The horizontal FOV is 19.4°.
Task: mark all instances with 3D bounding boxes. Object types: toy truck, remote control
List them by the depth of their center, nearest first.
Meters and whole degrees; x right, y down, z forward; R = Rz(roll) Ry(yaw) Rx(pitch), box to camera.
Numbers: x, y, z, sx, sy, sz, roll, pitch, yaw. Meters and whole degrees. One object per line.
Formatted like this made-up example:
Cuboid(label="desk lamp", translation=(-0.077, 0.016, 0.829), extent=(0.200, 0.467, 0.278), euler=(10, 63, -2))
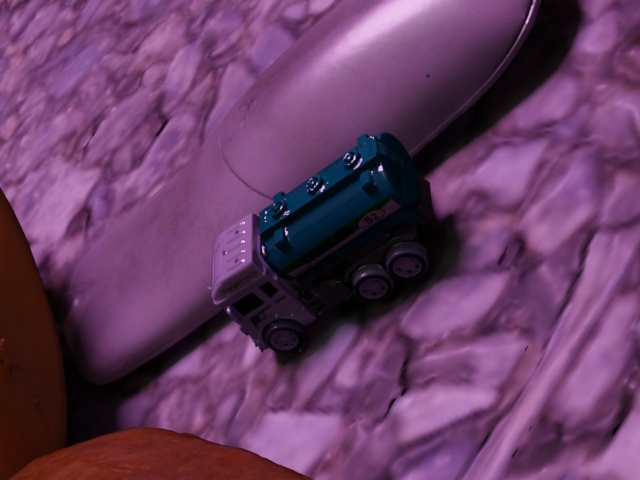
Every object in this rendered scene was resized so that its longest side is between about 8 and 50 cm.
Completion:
Cuboid(label="toy truck", translation=(0.000, 0.000, 0.615), extent=(0.083, 0.044, 0.039), euler=(-33, 36, 26))
Cuboid(label="remote control", translation=(-0.015, -0.035, 0.662), extent=(0.229, 0.044, 0.073), euler=(-37, 40, 22))

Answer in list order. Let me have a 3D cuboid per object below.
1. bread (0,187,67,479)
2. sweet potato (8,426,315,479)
Cuboid(label="bread", translation=(-0.148, 0.031, 0.680), extent=(0.098, 0.147, 0.217), euler=(-19, 41, -3))
Cuboid(label="sweet potato", translation=(-0.010, 0.114, 0.482), extent=(0.292, 0.097, 0.097), euler=(22, 77, 54))
